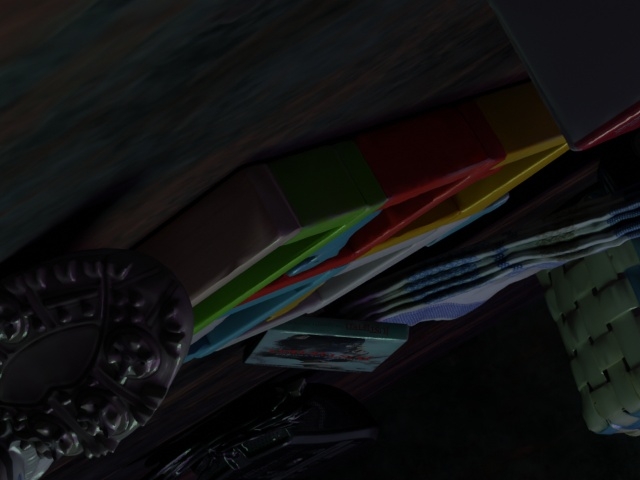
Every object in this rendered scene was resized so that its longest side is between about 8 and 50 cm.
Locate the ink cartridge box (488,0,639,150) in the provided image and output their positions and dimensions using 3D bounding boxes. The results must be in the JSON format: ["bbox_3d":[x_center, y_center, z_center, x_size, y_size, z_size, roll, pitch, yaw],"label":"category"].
[{"bbox_3d":[0.140,-0.093,0.600,0.150,0.063,0.109,-24,171,-45],"label":"ink cartridge box"}]

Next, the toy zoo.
[{"bbox_3d":[0.000,0.000,0.846,0.192,0.030,0.293,-35,172,37],"label":"toy zoo"}]

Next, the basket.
[{"bbox_3d":[0.340,0.041,1.633,0.289,0.254,0.201,-13,163,-29],"label":"basket"}]

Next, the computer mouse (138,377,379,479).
[{"bbox_3d":[-0.042,0.169,1.811,0.188,0.072,0.272,-30,161,23],"label":"computer mouse"}]

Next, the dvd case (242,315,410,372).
[{"bbox_3d":[0.001,0.065,1.228,0.087,0.013,0.119,5,167,-9],"label":"dvd case"}]

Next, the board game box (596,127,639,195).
[{"bbox_3d":[0.274,-0.080,1.352,0.165,0.042,0.243,-30,173,3],"label":"board game box"}]

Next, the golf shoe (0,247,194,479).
[{"bbox_3d":[-0.091,0.039,0.678,0.176,0.069,0.086,-36,-172,43],"label":"golf shoe"}]

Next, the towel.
[{"bbox_3d":[0.159,0.004,1.275,0.285,0.034,0.209,-22,173,32],"label":"towel"}]
